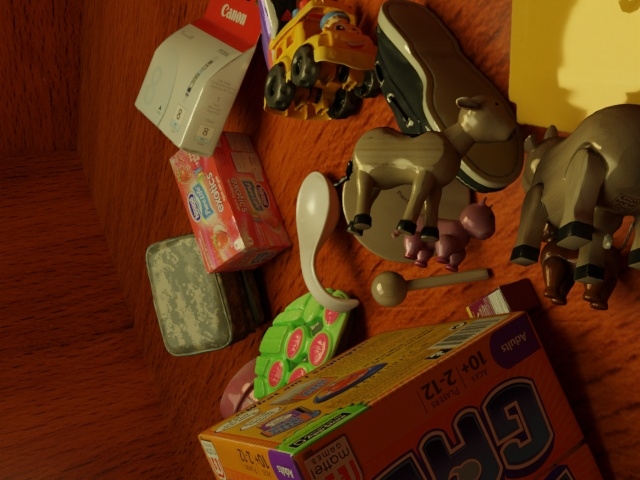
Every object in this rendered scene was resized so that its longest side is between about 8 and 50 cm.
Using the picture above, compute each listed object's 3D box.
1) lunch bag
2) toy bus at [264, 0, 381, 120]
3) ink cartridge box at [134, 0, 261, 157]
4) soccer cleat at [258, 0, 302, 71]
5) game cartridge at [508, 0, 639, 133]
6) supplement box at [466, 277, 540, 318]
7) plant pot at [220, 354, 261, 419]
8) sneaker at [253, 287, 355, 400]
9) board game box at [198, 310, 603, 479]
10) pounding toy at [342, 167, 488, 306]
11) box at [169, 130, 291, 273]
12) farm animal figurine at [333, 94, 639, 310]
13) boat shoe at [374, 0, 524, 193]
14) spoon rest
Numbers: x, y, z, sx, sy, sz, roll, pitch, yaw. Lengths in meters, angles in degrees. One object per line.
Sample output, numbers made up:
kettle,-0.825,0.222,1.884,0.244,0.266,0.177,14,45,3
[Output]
lunch bag,-0.266,0.111,1.707,0.213,0.256,0.305,-15,90,23
toy bus,0.004,-0.324,1.135,0.220,0.150,0.211,-21,67,60
ink cartridge box,-0.258,-0.410,1.474,0.308,0.091,0.384,42,113,49
soccer cleat,-0.078,-0.431,1.264,0.116,0.109,0.318,15,117,64
game cartridge,0.316,-0.237,0.665,0.324,0.053,0.285,31,129,57
supplement box,0.246,0.090,0.926,0.083,0.055,0.043,-49,58,57
plant pot,-0.103,0.395,1.593,0.180,0.201,0.201,35,133,32
sneaker,-0.019,0.320,1.394,0.185,0.202,0.482,24,105,41
board game box,0.109,0.341,0.912,0.356,0.357,0.356,-24,91,62
pounding toy,0.128,-0.034,1.013,0.110,0.183,0.236,-156,50,-88
box,-0.207,-0.089,1.562,0.142,0.154,0.299,-33,72,37
farm animal figurine,0.220,-0.056,0.676,0.327,0.330,0.172,-13,60,65
boat shoe,0.151,-0.176,0.912,0.340,0.127,0.113,63,150,29
spoon rest,0.000,0.000,1.287,0.137,0.084,0.276,-41,56,53
